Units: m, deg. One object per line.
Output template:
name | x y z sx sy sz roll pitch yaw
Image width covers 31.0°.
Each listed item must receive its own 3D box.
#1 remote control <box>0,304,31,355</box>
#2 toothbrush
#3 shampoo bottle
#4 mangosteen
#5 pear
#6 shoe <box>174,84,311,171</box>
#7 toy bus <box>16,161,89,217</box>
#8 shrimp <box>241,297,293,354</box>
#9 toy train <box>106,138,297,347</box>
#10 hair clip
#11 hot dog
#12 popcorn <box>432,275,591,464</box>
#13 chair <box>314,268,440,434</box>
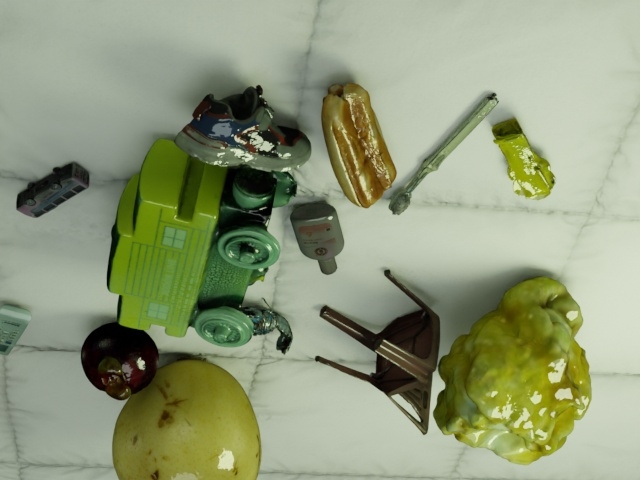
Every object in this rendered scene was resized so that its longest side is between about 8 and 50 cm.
remote control | -0.595 0.169 2.177 0.061 0.029 0.162 19 143 -22
toothbrush | 0.190 -0.133 1.825 0.026 0.028 0.294 17 134 -25
shampoo bottle | 0.000 0.000 1.974 0.079 0.040 0.165 -8 141 6
mangosteen | -0.379 0.231 2.171 0.152 0.153 0.152 -1 143 -1
pear | -0.262 0.396 2.285 0.309 0.309 0.309 -1 143 -1
shoe | -0.105 -0.175 1.705 0.227 0.099 0.126 -1 114 -39
toy bus | -0.430 -0.080 1.854 0.130 0.037 0.052 -27 141 27
shrimp | -0.112 0.150 2.164 0.082 0.076 0.174 21 170 46
toy train | -0.206 0.013 1.880 0.272 0.179 0.442 13 142 -7
hair clip | 0.319 -0.122 1.825 0.072 0.046 0.173 -18 138 24
hot dog | 0.051 -0.141 1.758 0.076 0.102 0.249 26 155 35
popcorn | 0.361 0.253 2.143 0.293 0.292 0.334 4 149 6
chair | 0.164 0.224 2.167 0.326 0.176 0.183 33 139 -33
